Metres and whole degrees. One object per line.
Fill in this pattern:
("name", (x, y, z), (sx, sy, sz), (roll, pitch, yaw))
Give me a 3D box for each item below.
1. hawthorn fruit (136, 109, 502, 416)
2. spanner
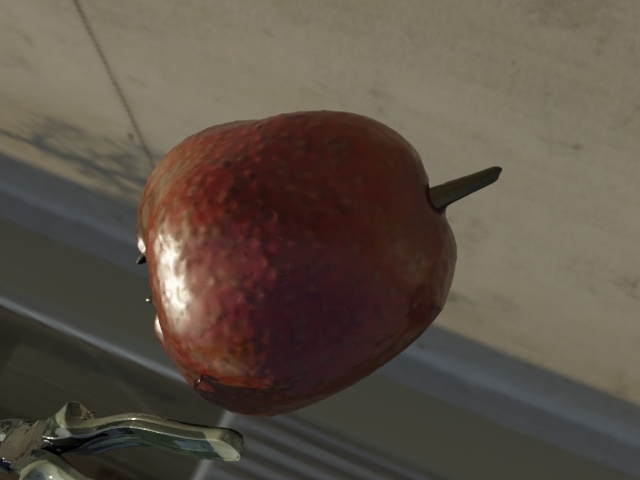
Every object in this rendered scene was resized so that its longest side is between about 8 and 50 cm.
("hawthorn fruit", (0.000, 0.000, 1.005), (0.285, 0.368, 0.285), (-25, -90, -87))
("spanner", (-0.202, 0.184, 0.905), (0.324, 0.096, 0.040), (-1, 138, 36))
